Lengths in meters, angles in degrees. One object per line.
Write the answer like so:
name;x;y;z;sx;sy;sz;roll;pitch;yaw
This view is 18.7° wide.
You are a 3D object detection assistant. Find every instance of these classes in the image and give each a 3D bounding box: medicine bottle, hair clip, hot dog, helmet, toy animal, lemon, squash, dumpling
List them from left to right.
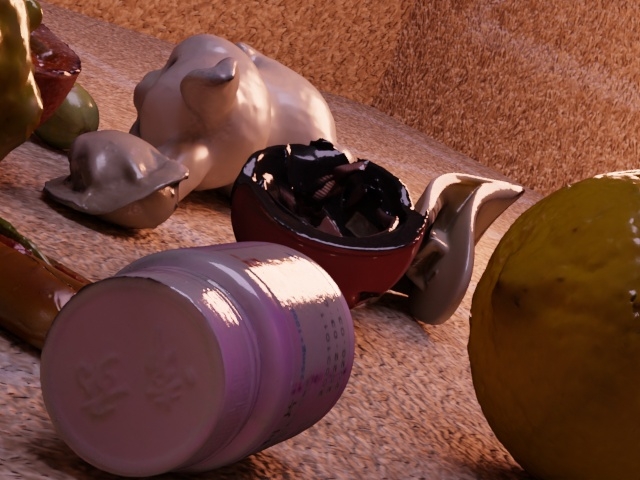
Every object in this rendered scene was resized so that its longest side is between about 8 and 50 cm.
hot dog;-0.246;0.024;1.508;0.235;0.062;0.092;27;14;33
squash;-0.352;-0.177;2.362;0.083;0.083;0.250;13;11;-45
dumpling;-0.219;-0.063;2.018;0.150;0.092;0.176;-5;30;-40
medicine bottle;-0.079;0.079;1.310;0.152;0.152;0.254;25;11;15
toy animal;-0.106;-0.128;2.320;0.241;0.196;0.367;27;8;22
helmet;0.000;0.000;1.971;0.198;0.154;0.253;10;30;-10
hair clip;0.123;0.015;2.187;0.113;0.172;0.282;33;21;3
lemon;0.291;0.091;1.656;0.336;0.336;0.336;22;9;-4

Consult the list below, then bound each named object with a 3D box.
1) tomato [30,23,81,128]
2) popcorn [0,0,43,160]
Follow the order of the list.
tomato;-0.420;-0.174;1.989;0.338;0.144;0.338;18;12;-4
popcorn;-0.379;-0.166;1.596;0.312;0.312;0.312;22;9;-4
